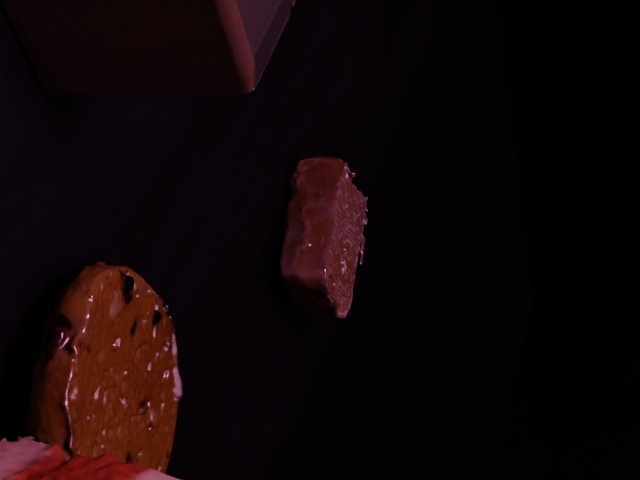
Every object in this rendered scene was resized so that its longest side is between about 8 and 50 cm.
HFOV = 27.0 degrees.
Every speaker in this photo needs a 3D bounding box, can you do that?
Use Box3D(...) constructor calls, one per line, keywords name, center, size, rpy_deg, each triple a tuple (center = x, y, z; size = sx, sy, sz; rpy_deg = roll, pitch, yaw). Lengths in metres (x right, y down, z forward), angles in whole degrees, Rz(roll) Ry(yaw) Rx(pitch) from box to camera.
Box3D(name="speaker", center=(-0.160, -0.246, 1.248), size=(0.192, 0.231, 0.153), rpy_deg=(74, 28, -43))

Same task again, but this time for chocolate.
Box3D(name="chocolate", center=(0.000, 0.000, 1.919), size=(0.148, 0.093, 0.214), rpy_deg=(56, 41, -56))

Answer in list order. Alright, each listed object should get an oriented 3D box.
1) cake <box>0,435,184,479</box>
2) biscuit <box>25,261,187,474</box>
Box3D(name="cake", center=(-0.220, 0.343, 1.063), size=(0.270, 0.319, 0.269), rpy_deg=(-36, 130, -57))
Box3D(name="biscuit", center=(-0.223, 0.163, 1.369), size=(0.296, 0.075, 0.296), rpy_deg=(0, 90, -74))
